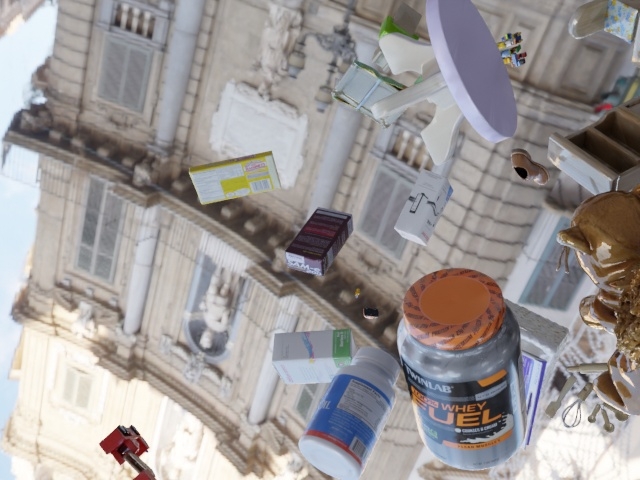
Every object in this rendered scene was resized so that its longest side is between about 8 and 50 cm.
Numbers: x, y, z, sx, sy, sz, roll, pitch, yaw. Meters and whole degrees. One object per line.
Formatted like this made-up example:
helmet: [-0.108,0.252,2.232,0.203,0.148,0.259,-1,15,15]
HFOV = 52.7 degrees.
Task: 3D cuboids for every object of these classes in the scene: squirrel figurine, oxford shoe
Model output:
squirrel figurine: [0.560,0.092,1.060,0.371,0.281,0.397,63,-174,-6]
oxford shoe: [0.700,-0.228,2.175,0.212,0.076,0.076,26,158,-37]

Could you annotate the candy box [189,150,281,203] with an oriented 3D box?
candy box: [-0.207,-0.153,1.583,0.205,0.105,0.027,-11,-139,2]

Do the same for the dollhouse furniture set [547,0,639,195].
dollhouse furniture set: [0.576,-0.302,1.148,0.256,0.394,0.362,-26,-134,-12]

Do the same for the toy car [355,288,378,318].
toy car: [0.168,0.233,2.354,0.060,0.040,0.122,-8,-118,-20]

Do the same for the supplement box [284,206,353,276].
supplement box: [0.000,0.000,2.047,0.130,0.073,0.239,13,-137,23]

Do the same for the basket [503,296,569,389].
basket: [0.663,0.416,2.311,0.328,0.332,0.266,27,-157,28]

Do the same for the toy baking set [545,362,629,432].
toy baking set: [0.767,0.444,1.851,0.256,0.197,0.030,-7,152,42]

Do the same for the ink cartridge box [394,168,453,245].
ink cartridge box: [0.321,-0.098,1.997,0.085,0.203,0.148,25,178,23]

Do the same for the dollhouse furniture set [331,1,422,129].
dollhouse furniture set: [0.191,-0.457,1.699,0.197,0.301,0.151,31,-120,-11]

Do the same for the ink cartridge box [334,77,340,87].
ink cartridge box: [0.081,-0.536,2.314,0.115,0.063,0.029,10,176,-43]

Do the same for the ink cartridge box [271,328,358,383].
ink cartridge box: [-0.010,0.313,1.736,0.212,0.154,0.093,-7,-125,10]

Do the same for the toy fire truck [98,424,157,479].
toy fire truck: [-0.349,0.413,1.213,0.135,0.047,0.192,47,169,11]

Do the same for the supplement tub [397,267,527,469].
supplement tub: [0.234,0.211,1.061,0.193,0.316,0.194,-12,-144,8]

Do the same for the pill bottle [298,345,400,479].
pill bottle: [0.062,0.307,1.176,0.124,0.124,0.221,25,-127,13]

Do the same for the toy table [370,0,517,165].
toy table: [0.215,-0.280,1.134,0.252,0.160,0.274,-10,-99,-45]

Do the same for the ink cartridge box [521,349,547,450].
ink cartridge box: [0.481,0.371,1.541,0.045,0.206,0.208,11,-179,-6]

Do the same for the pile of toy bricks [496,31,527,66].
pile of toy bricks: [0.627,-0.641,2.207,0.105,0.118,0.212,-9,-159,32]
